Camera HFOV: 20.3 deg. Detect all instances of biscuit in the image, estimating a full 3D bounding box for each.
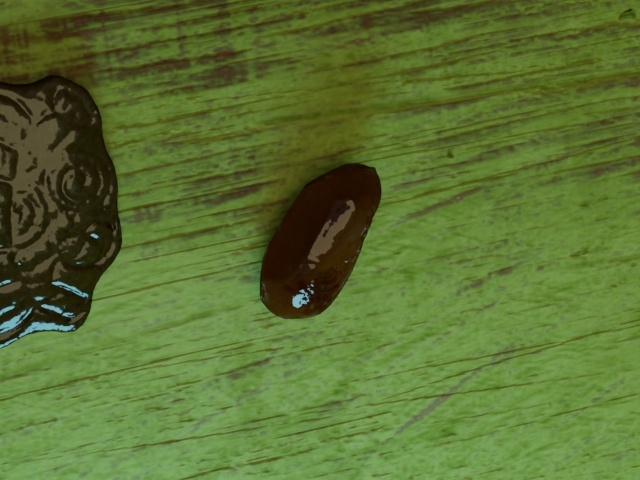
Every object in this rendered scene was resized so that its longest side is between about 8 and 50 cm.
[{"bbox_3d":[-0.320,-0.024,1.730,0.257,0.049,0.273,-3,104,-15],"label":"biscuit"}]

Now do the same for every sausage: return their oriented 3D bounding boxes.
[{"bbox_3d":[0.000,0.000,1.801,0.089,0.089,0.179,25,97,-19],"label":"sausage"}]
